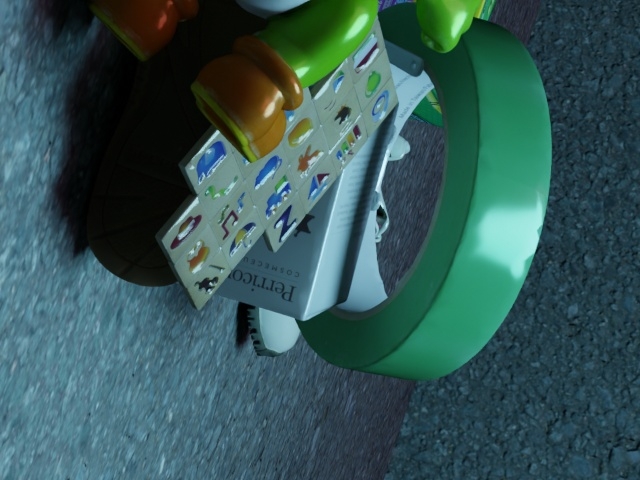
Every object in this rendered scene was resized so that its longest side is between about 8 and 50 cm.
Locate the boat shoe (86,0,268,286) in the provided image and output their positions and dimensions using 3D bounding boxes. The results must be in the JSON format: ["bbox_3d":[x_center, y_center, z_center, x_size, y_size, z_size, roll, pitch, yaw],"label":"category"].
[{"bbox_3d":[-0.070,-0.133,1.454,0.123,0.123,0.342,-64,175,-79],"label":"boat shoe"}]

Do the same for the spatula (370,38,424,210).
[{"bbox_3d":[0.015,-0.129,1.767,0.242,0.019,0.168,39,-67,59],"label":"spatula"}]

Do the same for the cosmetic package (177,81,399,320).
[{"bbox_3d":[-0.042,-0.047,1.623,0.151,0.151,0.183,-15,120,-76],"label":"cosmetic package"}]

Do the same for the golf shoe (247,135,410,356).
[{"bbox_3d":[0.000,0.000,1.996,0.105,0.120,0.272,-45,151,-71],"label":"golf shoe"}]

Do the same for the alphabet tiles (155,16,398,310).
[{"bbox_3d":[-0.029,-0.064,1.426,0.237,0.009,0.198,-51,156,-15],"label":"alphabet tiles"}]

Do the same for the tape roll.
[{"bbox_3d":[0.076,-0.042,1.724,0.321,0.077,0.321,-32,-128,53],"label":"tape roll"}]

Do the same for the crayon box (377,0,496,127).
[{"bbox_3d":[0.091,-0.264,1.931,0.081,0.165,0.278,79,30,-69],"label":"crayon box"}]

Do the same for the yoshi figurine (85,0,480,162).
[{"bbox_3d":[0.022,-0.233,1.314,0.362,0.203,0.203,-48,134,-1],"label":"yoshi figurine"}]
